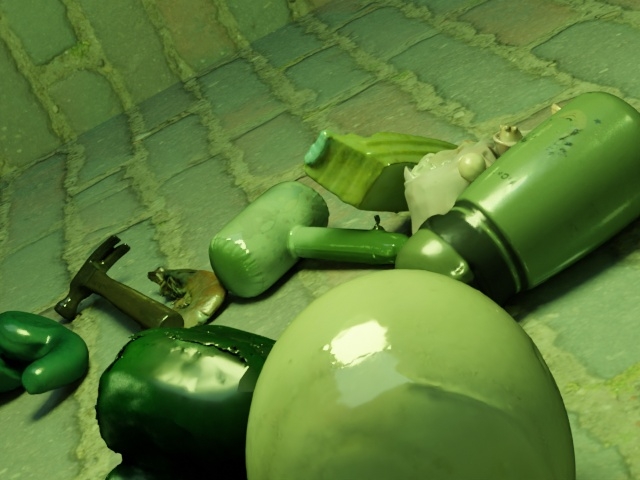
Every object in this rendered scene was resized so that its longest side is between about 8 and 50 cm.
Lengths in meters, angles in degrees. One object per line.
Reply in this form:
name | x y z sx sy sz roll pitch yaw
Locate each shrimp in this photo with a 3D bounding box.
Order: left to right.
shrimp | -0.235 0.093 2.021 0.143 0.052 0.251 -42 23 -17

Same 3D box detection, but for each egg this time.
egg | 0.074 0.169 1.108 0.283 0.283 0.345 -24 28 11

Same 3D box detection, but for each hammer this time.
hammer | -0.318 0.096 2.058 0.168 0.044 0.440 -56 28 -7
hammer | 0.000 0.000 1.884 0.335 0.119 0.206 3 37 43

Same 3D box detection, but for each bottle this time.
bottle | 0.248 -0.027 1.545 0.347 0.168 0.168 -36 21 -11

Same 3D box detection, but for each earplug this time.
earplug | -0.500 0.197 2.014 0.280 0.164 0.257 -35 55 14

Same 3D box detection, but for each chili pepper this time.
chili pepper | -0.095 0.204 1.327 0.256 0.249 0.233 5 25 40

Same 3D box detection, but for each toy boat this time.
toy boat | 0.108 -0.097 1.833 0.111 0.276 0.084 -59 47 28

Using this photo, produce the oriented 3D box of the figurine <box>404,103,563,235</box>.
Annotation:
figurine | 0.240 -0.085 1.728 0.276 0.133 0.200 -22 -2 15
